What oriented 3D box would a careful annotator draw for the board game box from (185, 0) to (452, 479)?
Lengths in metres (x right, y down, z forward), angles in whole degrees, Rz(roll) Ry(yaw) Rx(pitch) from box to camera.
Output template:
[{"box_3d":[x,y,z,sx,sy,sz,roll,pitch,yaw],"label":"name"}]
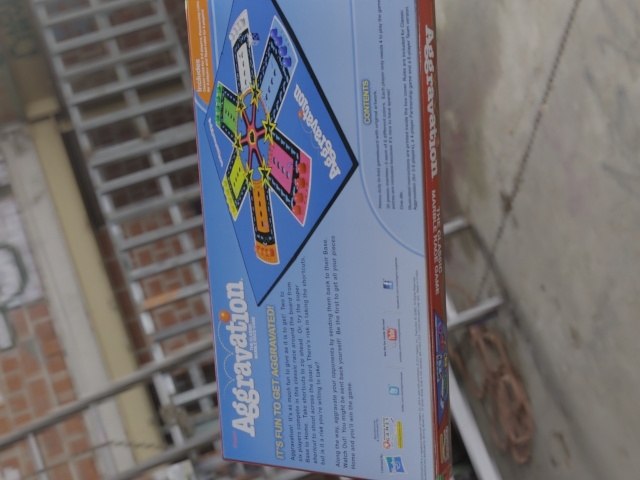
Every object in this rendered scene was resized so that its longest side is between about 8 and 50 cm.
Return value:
[{"box_3d":[0.000,0.000,0.739,0.027,0.145,0.281,-29,-61,-61],"label":"board game box"}]
